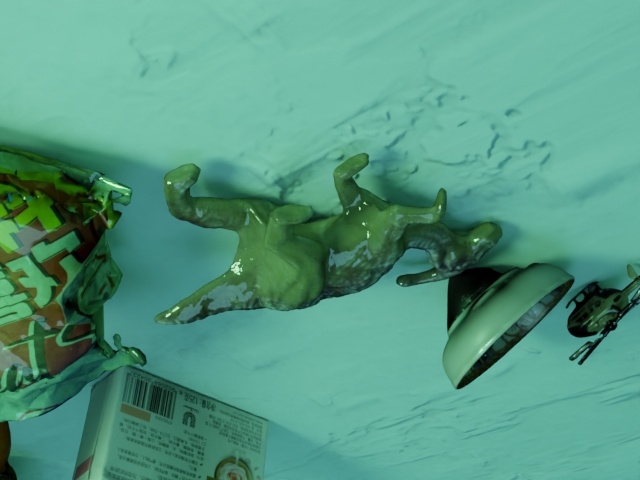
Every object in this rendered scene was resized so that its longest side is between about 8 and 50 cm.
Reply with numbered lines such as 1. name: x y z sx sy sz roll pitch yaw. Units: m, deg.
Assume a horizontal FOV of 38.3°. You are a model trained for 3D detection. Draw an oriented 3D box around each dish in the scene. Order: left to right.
1. dish: 0.143 0.054 0.803 0.141 0.078 0.141 -37 162 -15

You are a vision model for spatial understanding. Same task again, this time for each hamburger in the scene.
1. hamburger: -0.285 0.024 0.757 0.260 0.150 0.276 -7 128 -14

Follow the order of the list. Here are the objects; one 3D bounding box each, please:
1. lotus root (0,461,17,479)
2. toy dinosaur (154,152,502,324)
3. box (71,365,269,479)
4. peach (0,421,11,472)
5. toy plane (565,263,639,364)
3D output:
1. lotus root: -0.498 0.369 1.176 0.309 0.173 0.173 -21 136 36
2. toy dinosaur: 0.002 0.006 0.746 0.294 0.077 0.162 -3 141 6
3. box: -0.158 0.237 0.999 0.199 0.135 0.081 27 136 -26
4. peach: -0.441 0.189 0.840 0.308 0.289 0.289 -9 147 -26
5. toy plane: 0.259 0.057 0.818 0.031 0.049 0.120 27 118 -28
